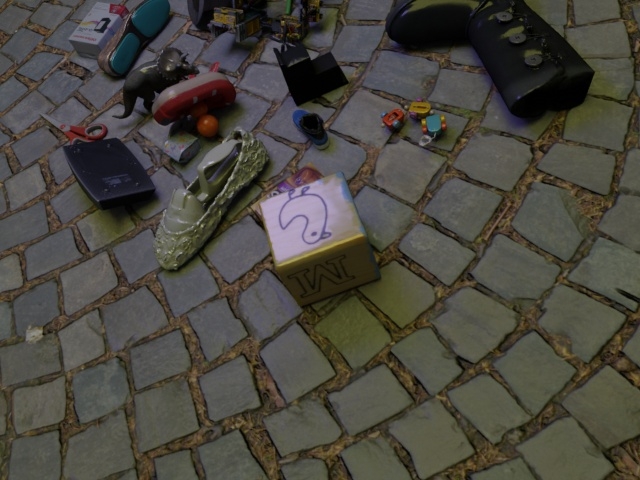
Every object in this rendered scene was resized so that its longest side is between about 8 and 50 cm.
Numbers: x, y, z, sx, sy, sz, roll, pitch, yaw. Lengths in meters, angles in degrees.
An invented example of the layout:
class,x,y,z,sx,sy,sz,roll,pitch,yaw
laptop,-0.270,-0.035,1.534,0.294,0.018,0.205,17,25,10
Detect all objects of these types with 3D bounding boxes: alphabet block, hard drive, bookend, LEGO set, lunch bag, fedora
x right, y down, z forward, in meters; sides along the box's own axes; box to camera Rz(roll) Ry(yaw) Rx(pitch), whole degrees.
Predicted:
class,x,y,z,sx,sy,sz,roll,pitch,yaw
alphabet block,0.000,0.000,1.406,0.197,0.193,0.193,-21,55,3
hard drive,-0.560,-0.176,1.707,0.171,0.054,0.255,-17,49,-34
bookend,-0.024,-0.458,1.706,0.156,0.157,0.072,-24,57,1
LEGO set,-0.177,-0.664,1.811,0.331,0.255,0.192,23,41,14
lunch bag,-0.374,-0.248,1.741,0.071,0.053,0.083,30,61,27
fedora,-0.334,-0.803,1.970,0.124,0.276,0.244,-9,30,-19

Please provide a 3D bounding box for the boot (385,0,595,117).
class,x,y,z,sx,sy,sz,roll,pitch,yaw
boot,0.404,-0.468,1.616,0.366,0.146,0.446,-22,61,4

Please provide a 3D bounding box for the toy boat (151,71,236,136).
class,x,y,z,sx,sy,sz,roll,pitch,yaw
toy boat,-0.322,-0.348,1.733,0.231,0.151,0.151,-32,95,-31

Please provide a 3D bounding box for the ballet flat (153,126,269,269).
class,x,y,z,sx,sy,sz,roll,pitch,yaw
ballet flat,-0.290,-0.121,1.595,0.146,0.147,0.409,27,71,27

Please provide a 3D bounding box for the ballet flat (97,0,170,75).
class,x,y,z,sx,sy,sz,roll,pitch,yaw
ballet flat,-0.590,-0.646,2.012,0.106,0.108,0.316,14,63,37

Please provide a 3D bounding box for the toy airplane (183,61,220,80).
class,x,y,z,sx,sy,sz,roll,pitch,yaw
toy airplane,-0.348,-0.453,1.869,0.151,0.028,0.151,-7,64,15

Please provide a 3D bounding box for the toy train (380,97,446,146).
class,x,y,z,sx,sy,sz,roll,pitch,yaw
toy train,0.234,-0.285,1.600,0.125,0.046,0.166,-42,55,-10

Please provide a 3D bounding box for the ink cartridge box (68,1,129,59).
class,x,y,z,sx,sy,sz,roll,pitch,yaw
ink cartridge box,-0.697,-0.668,2.068,0.127,0.072,0.175,16,65,23

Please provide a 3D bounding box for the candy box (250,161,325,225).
class,x,y,z,sx,sy,sz,roll,pitch,yaw
candy box,-0.062,-0.092,1.561,0.186,0.053,0.109,-38,58,-7

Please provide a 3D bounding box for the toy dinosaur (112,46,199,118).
class,x,y,z,sx,sy,sz,roll,pitch,yaw
toy dinosaur,-0.467,-0.446,1.805,0.313,0.160,0.121,-17,65,15

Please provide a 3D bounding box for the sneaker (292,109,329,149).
class,x,y,z,sx,sy,sz,roll,pitch,yaw
sneaker,-0.033,-0.307,1.661,0.058,0.085,0.152,-31,57,-4

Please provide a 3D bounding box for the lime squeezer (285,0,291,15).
class,x,y,z,sx,sy,sz,roll,pitch,yaw
lime squeezer,-0.131,-0.817,2.011,0.109,0.059,0.310,-30,58,-4

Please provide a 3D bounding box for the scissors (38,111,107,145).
class,x,y,z,sx,sy,sz,roll,pitch,yaw
scissors,-0.752,-0.320,1.906,0.296,0.021,0.109,16,67,22

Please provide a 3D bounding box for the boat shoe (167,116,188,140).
class,x,y,z,sx,sy,sz,roll,pitch,yaw
boat shoe,-0.402,-0.308,1.799,0.035,0.035,0.100,-6,58,44

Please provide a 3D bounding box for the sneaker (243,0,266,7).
class,x,y,z,sx,sy,sz,roll,pitch,yaw
sneaker,-0.215,-0.884,1.988,0.146,0.134,0.344,-13,84,-12
